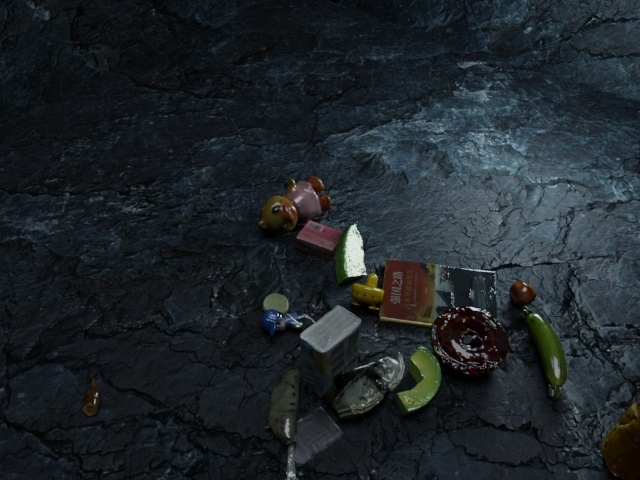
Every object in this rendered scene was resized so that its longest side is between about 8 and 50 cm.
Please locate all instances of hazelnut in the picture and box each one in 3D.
[{"bbox_3d":[0.657,0.174,2.029,0.086,0.086,0.086,1,44,-1],"label":"hazelnut"}]

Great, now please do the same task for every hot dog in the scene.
[{"bbox_3d":[0.929,0.452,1.541,0.368,0.365,0.196,-10,47,-11],"label":"hot dog"}]

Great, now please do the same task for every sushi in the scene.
[{"bbox_3d":[0.153,0.412,1.751,0.273,0.134,0.109,-13,58,-34],"label":"sushi"}]

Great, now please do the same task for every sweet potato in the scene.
[{"bbox_3d":[-0.640,0.431,1.742,0.049,0.049,0.117,-7,42,-9],"label":"sweet potato"}]

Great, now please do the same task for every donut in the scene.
[{"bbox_3d":[0.439,0.309,1.857,0.235,0.089,0.235,1,52,-1],"label":"donut"}]

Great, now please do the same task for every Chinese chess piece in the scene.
[{"bbox_3d":[-0.143,0.209,1.995,0.084,0.034,0.084,1,47,-1],"label":"Chinese chess piece"}]

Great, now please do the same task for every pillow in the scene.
[{"bbox_3d":[-0.106,0.456,1.730,0.093,0.051,0.241,-6,44,9],"label":"pillow"}]

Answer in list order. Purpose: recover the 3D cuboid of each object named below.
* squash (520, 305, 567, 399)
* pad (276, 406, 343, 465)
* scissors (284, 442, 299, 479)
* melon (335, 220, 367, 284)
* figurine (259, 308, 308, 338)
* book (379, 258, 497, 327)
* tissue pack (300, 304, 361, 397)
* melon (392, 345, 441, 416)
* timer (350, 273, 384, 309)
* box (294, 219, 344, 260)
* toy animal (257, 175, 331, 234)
[{"bbox_3d":[0.683,0.326,1.875,0.080,0.071,0.318,-29,42,25],"label":"squash"},{"bbox_3d":[-0.028,0.529,1.691,0.157,0.003,0.112,-27,52,-27],"label":"pad"},{"bbox_3d":[-0.074,0.600,1.601,0.110,0.021,0.212,0,47,-3],"label":"scissors"},{"bbox_3d":[0.112,0.034,2.136,0.114,0.053,0.261,14,57,-12],"label":"melon"},{"bbox_3d":[-0.111,0.249,1.927,0.149,0.087,0.086,-9,8,-12],"label":"figurine"},{"bbox_3d":[0.389,0.182,2.044,0.374,0.028,0.262,7,47,5],"label":"book"},{"bbox_3d":[0.011,0.301,1.763,0.145,0.229,0.159,35,55,29],"label":"tissue pack"},{"bbox_3d":[0.280,0.411,1.781,0.118,0.064,0.209,27,52,23],"label":"melon"},{"bbox_3d":[0.153,0.159,2.000,0.107,0.107,0.109,12,89,11],"label":"timer"},{"bbox_3d":[0.000,0.000,2.194,0.156,0.060,0.111,20,46,19],"label":"box"},{"bbox_3d":[-0.112,-0.117,2.246,0.281,0.195,0.169,-35,15,-36],"label":"toy animal"}]
